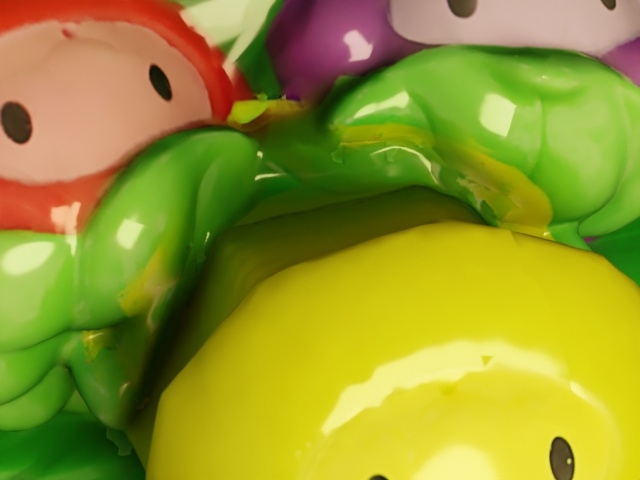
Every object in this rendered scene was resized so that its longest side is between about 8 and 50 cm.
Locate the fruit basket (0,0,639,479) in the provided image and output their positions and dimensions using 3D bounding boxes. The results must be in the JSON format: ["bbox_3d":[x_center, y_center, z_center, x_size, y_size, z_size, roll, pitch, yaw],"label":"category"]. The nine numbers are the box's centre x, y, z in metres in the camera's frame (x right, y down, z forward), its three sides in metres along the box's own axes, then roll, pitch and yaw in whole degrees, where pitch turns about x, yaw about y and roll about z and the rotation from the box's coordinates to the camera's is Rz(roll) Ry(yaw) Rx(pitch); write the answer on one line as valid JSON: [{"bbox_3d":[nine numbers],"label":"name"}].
[{"bbox_3d":[0.000,0.000,0.605,0.392,0.392,0.283,-15,120,-15],"label":"fruit basket"}]
